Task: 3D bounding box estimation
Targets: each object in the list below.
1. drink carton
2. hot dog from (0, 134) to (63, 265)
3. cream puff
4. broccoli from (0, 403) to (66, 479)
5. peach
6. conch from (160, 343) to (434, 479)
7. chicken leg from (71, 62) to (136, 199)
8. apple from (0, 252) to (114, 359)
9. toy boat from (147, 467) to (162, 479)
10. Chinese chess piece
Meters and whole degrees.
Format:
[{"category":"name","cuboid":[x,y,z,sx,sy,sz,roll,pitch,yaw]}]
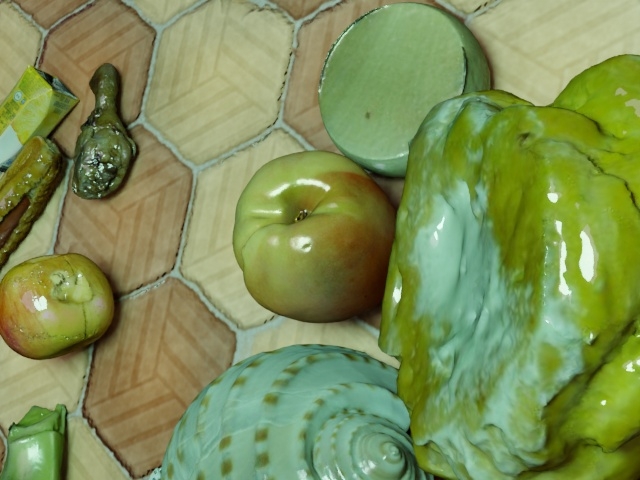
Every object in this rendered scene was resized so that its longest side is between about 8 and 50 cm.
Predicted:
[{"category":"drink carton","cuboid":[-0.431,-0.145,1.388,0.200,0.084,0.074,-48,71,9]},{"category":"hot dog","cuboid":[-0.445,-0.018,1.372,0.289,0.068,0.083,-53,33,14]},{"category":"cream puff","cuboid":[0.221,0.027,0.809,0.378,0.276,0.378,-171,90,-71]},{"category":"broccoli","cuboid":[-0.361,0.361,1.140,0.254,0.186,0.302,17,93,44]},{"category":"peach","cuboid":[0.000,0.000,1.022,0.184,0.184,0.184,-9,72,30]},{"category":"conch","cuboid":[-0.048,0.238,0.968,0.319,0.215,0.302,-26,54,23]},{"category":"chicken leg","cuboid":[-0.286,-0.148,1.313,0.085,0.069,0.197,-31,52,48]},{"category":"apple","cuboid":[-0.331,0.076,1.224,0.147,0.146,0.146,-9,72,30]},{"category":"toy boat","cuboid":[-0.180,0.275,1.140,0.083,0.038,0.038,-42,59,14]},{"category":"Chinese chess piece","cuboid":[0.089,-0.161,1.067,0.189,0.083,0.188,-7,75,28]}]
